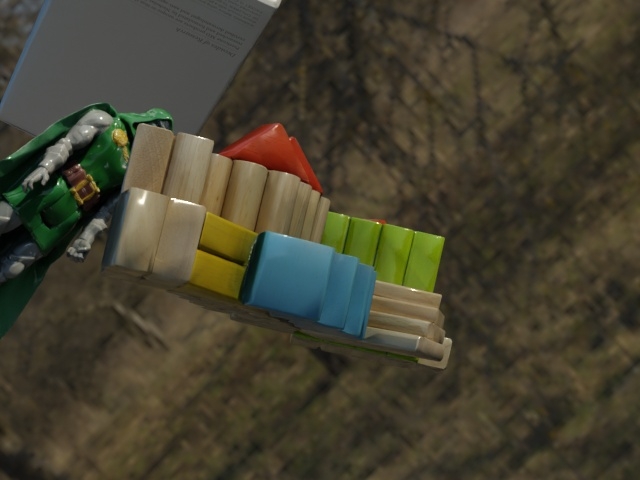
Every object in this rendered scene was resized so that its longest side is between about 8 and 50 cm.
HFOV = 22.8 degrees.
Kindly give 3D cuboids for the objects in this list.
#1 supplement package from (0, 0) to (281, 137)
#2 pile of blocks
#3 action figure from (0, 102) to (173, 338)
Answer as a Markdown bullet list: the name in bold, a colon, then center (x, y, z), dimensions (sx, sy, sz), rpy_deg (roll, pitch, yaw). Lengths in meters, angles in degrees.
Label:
- **supplement package**: center (-0.148, -0.212, 1.416), dimensions (0.293, 0.175, 0.177), rpy_deg (-52, 17, 49)
- **pile of blocks**: center (0.000, 0.000, 0.956), dimensions (0.362, 0.149, 0.113), rpy_deg (27, -106, -63)
- **action figure**: center (-0.197, -0.024, 1.137), dimensions (0.232, 0.137, 0.063), rpy_deg (-42, 39, -19)
